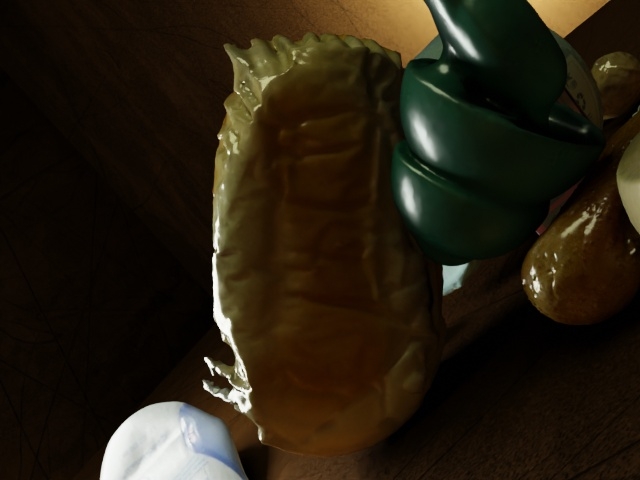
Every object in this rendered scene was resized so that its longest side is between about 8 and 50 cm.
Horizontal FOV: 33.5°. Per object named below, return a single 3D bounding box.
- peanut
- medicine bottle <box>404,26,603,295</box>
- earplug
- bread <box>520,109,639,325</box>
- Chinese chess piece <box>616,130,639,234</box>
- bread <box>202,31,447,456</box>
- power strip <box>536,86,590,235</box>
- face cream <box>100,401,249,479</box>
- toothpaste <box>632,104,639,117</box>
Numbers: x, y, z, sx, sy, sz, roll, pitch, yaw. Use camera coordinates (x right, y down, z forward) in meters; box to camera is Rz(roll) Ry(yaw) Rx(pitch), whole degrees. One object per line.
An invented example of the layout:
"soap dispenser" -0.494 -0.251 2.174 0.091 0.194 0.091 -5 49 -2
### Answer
"peanut" 0.362 -0.194 1.391 0.089 0.089 0.193 -44 3 -21
"medicine bottle" 0.159 -0.098 1.235 0.290 0.245 0.245 -44 5 -36
"earplug" 0.101 -0.119 0.837 0.164 0.257 0.280 -33 -42 -65
"bread" 0.263 -0.044 0.881 0.344 0.084 0.124 -44 -6 -47
"Chinese chess piece" 0.313 -0.077 0.677 0.257 0.104 0.257 -41 4 3
"bread" 0.013 0.002 1.005 0.183 0.236 0.389 -117 30 -79
"power strip" 0.204 -0.090 1.011 0.109 0.279 0.037 -40 47 11
"face cream" -0.185 0.318 1.285 0.235 0.137 0.420 -41 16 -3
"toothpaste" 0.406 -0.165 1.209 0.037 0.021 0.140 -47 9 -30
